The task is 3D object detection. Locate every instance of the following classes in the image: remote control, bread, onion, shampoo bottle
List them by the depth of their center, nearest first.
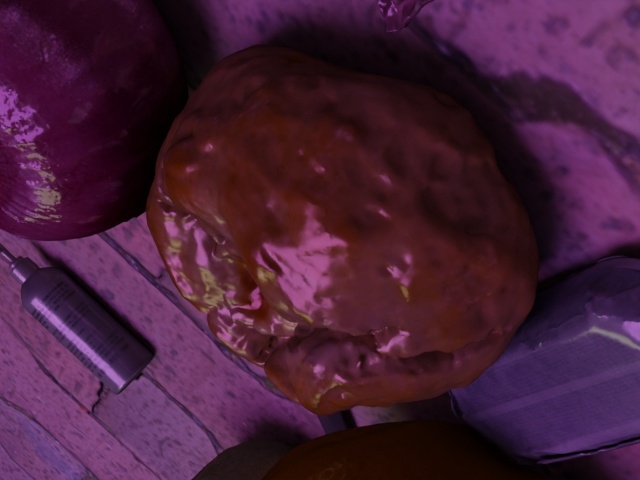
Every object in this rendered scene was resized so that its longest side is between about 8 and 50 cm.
[{"bbox_3d":[0.000,0.000,0.643,0.244,0.134,0.244,39,153,24],"label":"bread"},{"bbox_3d":[0.149,0.078,0.662,0.104,0.052,0.247,44,154,-1],"label":"remote control"},{"bbox_3d":[-0.169,-0.090,0.717,0.200,0.200,0.207,36,120,13],"label":"onion"},{"bbox_3d":[-0.253,0.068,1.132,0.195,0.056,0.056,44,151,0],"label":"shampoo bottle"}]

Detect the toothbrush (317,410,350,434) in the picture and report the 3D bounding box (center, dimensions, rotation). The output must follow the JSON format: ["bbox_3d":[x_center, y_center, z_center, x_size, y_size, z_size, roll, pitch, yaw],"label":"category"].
[{"bbox_3d":[0.024,0.184,0.974,0.030,0.031,0.297,-5,128,21],"label":"toothbrush"}]

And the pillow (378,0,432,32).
[{"bbox_3d":[0.059,-0.164,0.465,0.185,0.043,0.118,-15,111,53],"label":"pillow"}]

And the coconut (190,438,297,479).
[{"bbox_3d":[-0.057,0.311,1.059,0.236,0.205,0.236,14,136,14],"label":"coconut"}]

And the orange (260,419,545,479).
[{"bbox_3d":[0.071,0.250,0.785,0.279,0.235,0.279,48,176,4],"label":"orange"}]
